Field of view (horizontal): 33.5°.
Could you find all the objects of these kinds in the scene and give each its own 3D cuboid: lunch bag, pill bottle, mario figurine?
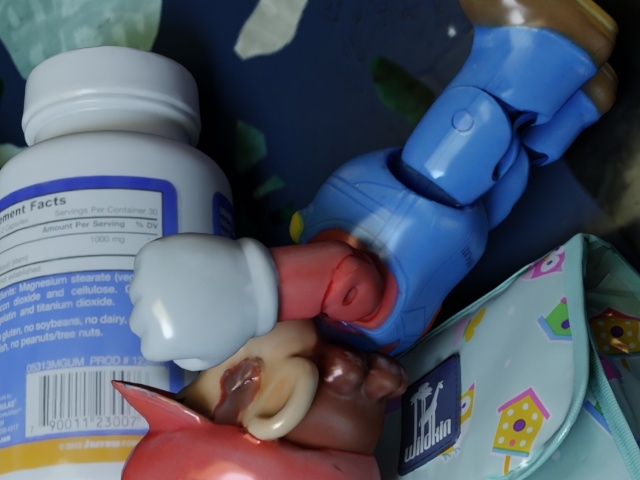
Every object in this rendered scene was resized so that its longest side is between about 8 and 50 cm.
[{"bbox_3d":[0.111,0.154,0.543,0.223,0.160,0.262,-41,60,34],"label":"lunch bag"},{"bbox_3d":[-0.127,0.027,0.653,0.152,0.152,0.272,-18,66,33],"label":"pill bottle"},{"bbox_3d":[0.000,0.000,0.526,0.320,0.198,0.170,-53,34,-4],"label":"mario figurine"}]
